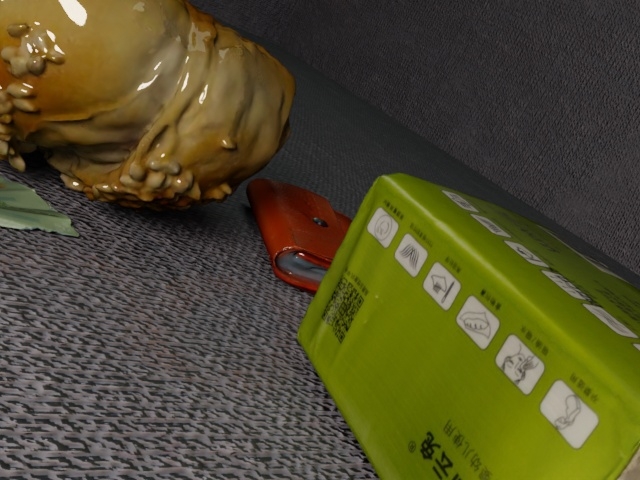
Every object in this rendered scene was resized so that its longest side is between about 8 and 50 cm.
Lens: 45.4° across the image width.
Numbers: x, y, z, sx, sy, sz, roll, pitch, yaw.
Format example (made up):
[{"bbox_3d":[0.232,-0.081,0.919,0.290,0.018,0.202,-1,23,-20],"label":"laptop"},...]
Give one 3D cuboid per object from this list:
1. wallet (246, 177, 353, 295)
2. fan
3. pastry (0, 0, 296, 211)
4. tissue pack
[{"bbox_3d":[0.000,0.000,0.796,0.142,0.045,0.204,21,16,-20],"label":"wallet"},{"bbox_3d":[-0.292,-0.049,0.551,0.240,0.009,0.131,19,15,-26],"label":"fan"},{"bbox_3d":[-0.179,-0.128,0.651,0.316,0.184,0.284,26,3,-45],"label":"pastry"},{"bbox_3d":[0.137,0.098,0.484,0.200,0.167,0.274,16,20,-29],"label":"tissue pack"}]
